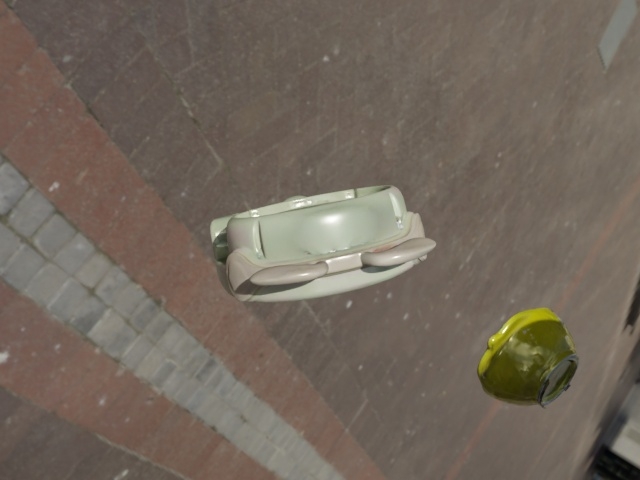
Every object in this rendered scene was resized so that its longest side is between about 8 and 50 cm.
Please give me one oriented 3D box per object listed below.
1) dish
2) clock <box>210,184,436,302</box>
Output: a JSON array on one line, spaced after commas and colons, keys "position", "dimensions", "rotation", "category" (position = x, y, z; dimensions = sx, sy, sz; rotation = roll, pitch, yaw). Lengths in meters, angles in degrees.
[{"position": [0.297, 0.171, 0.999], "dimensions": [0.208, 0.080, 0.148], "rotation": [22, 101, -53], "category": "dish"}, {"position": [0.000, 0.000, 0.533], "dimensions": [0.152, 0.191, 0.062], "rotation": [-12, 97, -11], "category": "clock"}]
